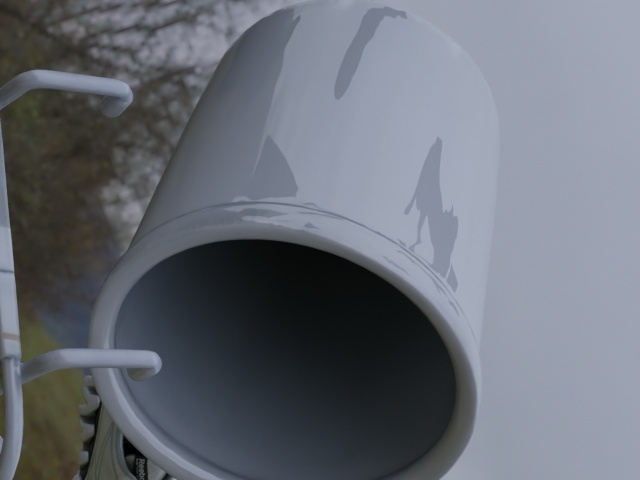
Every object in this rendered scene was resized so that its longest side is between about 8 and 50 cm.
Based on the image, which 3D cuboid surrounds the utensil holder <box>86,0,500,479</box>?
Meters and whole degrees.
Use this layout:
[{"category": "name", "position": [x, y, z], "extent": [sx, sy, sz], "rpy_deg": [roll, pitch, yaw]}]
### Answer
[{"category": "utensil holder", "position": [0.000, 0.000, 1.400], "extent": [0.385, 0.327, 0.328], "rpy_deg": [-74, 155, -50]}]

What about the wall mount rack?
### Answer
[{"category": "wall mount rack", "position": [-0.240, 0.028, 1.149], "extent": [0.304, 0.130, 0.350], "rpy_deg": [-25, -113, 48]}]

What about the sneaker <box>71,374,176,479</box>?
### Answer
[{"category": "sneaker", "position": [-0.195, 0.260, 1.538], "extent": [0.118, 0.110, 0.292], "rpy_deg": [8, -87, 58]}]
